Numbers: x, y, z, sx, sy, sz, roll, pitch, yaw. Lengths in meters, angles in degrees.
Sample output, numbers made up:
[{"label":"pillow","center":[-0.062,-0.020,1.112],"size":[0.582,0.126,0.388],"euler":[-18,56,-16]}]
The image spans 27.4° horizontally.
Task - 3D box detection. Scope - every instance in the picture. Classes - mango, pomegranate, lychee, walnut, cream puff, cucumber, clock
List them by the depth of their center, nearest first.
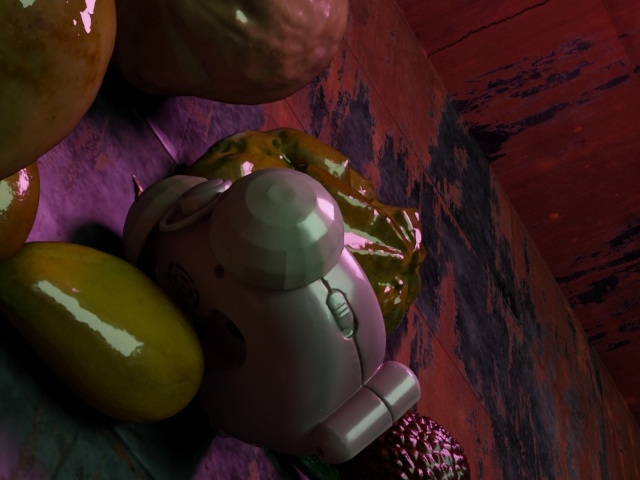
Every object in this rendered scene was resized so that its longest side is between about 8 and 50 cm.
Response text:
[{"label":"pomegranate","center":[-0.349,-0.192,1.121],"size":[0.338,0.338,0.338],"euler":[51,26,-37]},{"label":"mango","center":[-0.325,-0.055,1.287],"size":[0.099,0.136,0.227],"euler":[11,34,-14]},{"label":"mango","center":[-0.229,0.095,1.386],"size":[0.317,0.119,0.176],"euler":[38,34,-40]},{"label":"clock","center":[-0.071,0.073,1.510],"size":[0.184,0.342,0.326],"euler":[-34,110,-36]},{"label":"cucumber","center":[-0.059,0.227,1.746],"size":[0.284,0.056,0.056],"euler":[55,23,-16]},{"label":"walnut","center":[-0.141,-0.344,1.768],"size":[0.381,0.381,0.381],"euler":[51,26,-37]},{"label":"cream puff","center":[0.000,0.000,1.819],"size":[0.378,0.275,0.378],"euler":[49,25,-34]},{"label":"lychee","center":[0.123,0.338,1.920],"size":[0.188,0.188,0.188],"euler":[51,26,-37]}]

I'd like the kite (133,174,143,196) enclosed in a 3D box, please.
[{"label":"kite","center":[-0.196,0.031,1.681],"size":[0.125,0.008,0.222],"euler":[42,32,-53]}]
